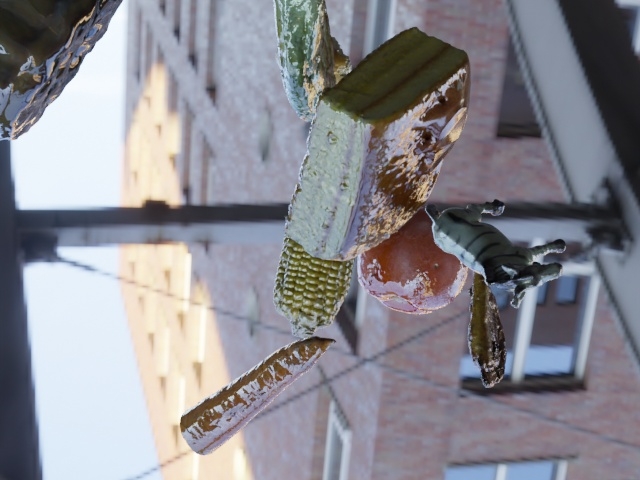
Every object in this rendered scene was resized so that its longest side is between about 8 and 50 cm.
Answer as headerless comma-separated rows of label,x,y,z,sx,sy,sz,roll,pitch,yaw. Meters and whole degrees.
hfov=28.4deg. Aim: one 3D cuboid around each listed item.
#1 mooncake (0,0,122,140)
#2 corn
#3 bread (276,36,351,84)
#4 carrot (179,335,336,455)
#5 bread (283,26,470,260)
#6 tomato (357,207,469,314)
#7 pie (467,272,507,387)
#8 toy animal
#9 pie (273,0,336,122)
mooncake,-0.358,-0.259,1.516,0.161,0.290,0.290,36,-158,-5
corn,0.000,0.000,2.168,0.130,0.347,0.130,12,-179,0
bread,-0.009,-0.310,2.197,0.106,0.082,0.125,-10,-132,-24
carrot,-0.066,0.155,1.344,0.057,0.224,0.057,30,-141,-27
bread,0.067,-0.098,1.413,0.110,0.234,0.184,38,-128,19
tomato,0.172,0.032,2.324,0.208,0.184,0.208,19,163,6
pie,0.209,0.112,1.589,0.033,0.088,0.191,-17,-126,27
toy animal,0.198,0.011,1.484,0.217,0.073,0.176,31,-159,30
pie,-0.022,-0.287,1.536,0.066,0.303,0.302,-6,-158,2
